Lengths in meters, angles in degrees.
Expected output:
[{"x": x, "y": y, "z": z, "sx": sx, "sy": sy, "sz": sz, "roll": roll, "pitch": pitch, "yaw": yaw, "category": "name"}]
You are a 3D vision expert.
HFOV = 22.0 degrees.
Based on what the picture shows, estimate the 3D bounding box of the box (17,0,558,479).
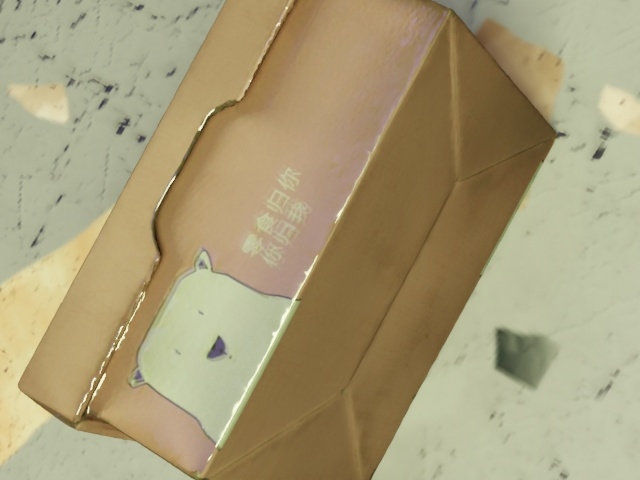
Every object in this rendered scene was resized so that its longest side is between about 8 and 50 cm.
[{"x": 0.000, "y": 0.000, "z": 0.702, "sx": 0.086, "sy": 0.215, "sz": 0.215, "roll": 28, "pitch": 90, "yaw": 22, "category": "box"}]
